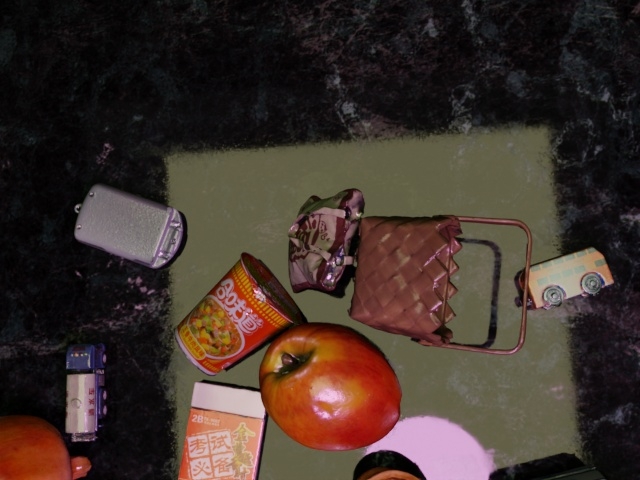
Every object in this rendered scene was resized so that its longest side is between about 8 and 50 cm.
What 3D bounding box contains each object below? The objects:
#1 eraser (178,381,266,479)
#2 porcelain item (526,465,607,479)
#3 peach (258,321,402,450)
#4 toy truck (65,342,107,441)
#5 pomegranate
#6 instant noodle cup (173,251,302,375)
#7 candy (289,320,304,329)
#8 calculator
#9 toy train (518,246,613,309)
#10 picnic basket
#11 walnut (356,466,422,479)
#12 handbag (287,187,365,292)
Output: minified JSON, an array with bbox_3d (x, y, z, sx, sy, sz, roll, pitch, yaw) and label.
[{"bbox_3d":[-0.201,0.416,1.550,0.157,0.038,0.230,8,84,5],"label":"eraser"},{"bbox_3d":[0.473,0.590,1.423,0.282,0.157,0.285,-16,84,4],"label":"porcelain item"},{"bbox_3d":[0.018,0.289,1.452,0.281,0.281,0.238,2,50,4],"label":"peach"},{"bbox_3d":[-0.493,0.314,1.558,0.074,0.088,0.201,-1,83,5],"label":"toy truck"},{"bbox_3d":[-0.595,0.469,1.480,0.252,0.271,0.228,33,123,44],"label":"pomegranate"},{"bbox_3d":[-0.176,0.161,1.516,0.212,0.193,0.193,-40,82,7],"label":"instant noodle cup"},{"bbox_3d":[-0.072,0.219,1.572,0.035,0.035,0.123,32,97,-5],"label":"candy"},{"bbox_3d":[-0.416,-0.034,1.613,0.246,0.045,0.141,18,85,6],"label":"calculator"},{"bbox_3d":[0.492,0.080,1.522,0.188,0.072,0.099,-17,83,2],"label":"toy train"},{"bbox_3d":[0.232,0.079,1.432,0.321,0.291,0.254,4,83,17],"label":"picnic basket"},{"bbox_3d":[0.131,0.521,1.479,0.167,0.087,0.211,-36,111,-7],"label":"walnut"},{"bbox_3d":[0.000,0.000,1.496,0.127,0.235,0.212,18,81,-16],"label":"handbag"}]
